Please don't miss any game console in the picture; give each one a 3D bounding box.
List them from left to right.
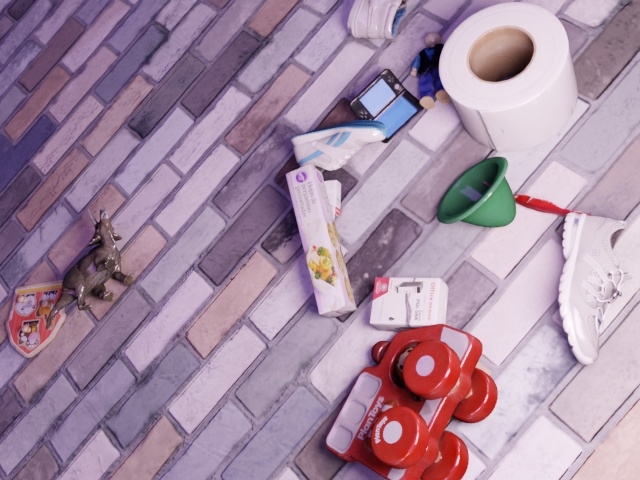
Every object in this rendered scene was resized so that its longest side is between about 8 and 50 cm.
[{"bbox_3d":[0.145,-0.296,1.630,0.122,0.107,0.071,-43,29,3],"label":"game console"}]

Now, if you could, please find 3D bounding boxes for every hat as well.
[{"bbox_3d":[0.359,-0.045,1.446,0.173,0.183,0.208,-52,15,-10],"label":"hat"}]

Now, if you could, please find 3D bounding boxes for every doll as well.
[{"bbox_3d":[0.254,-0.381,1.625,0.129,0.046,0.189,-17,56,29],"label":"doll"}]

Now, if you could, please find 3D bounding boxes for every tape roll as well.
[{"bbox_3d":[0.375,-0.322,1.470,0.246,0.169,0.246,-10,64,21],"label":"tape roll"}]

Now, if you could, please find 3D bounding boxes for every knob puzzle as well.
[{"bbox_3d":[-0.722,0.198,1.862,0.213,0.030,0.213,-10,65,22],"label":"knob puzzle"}]

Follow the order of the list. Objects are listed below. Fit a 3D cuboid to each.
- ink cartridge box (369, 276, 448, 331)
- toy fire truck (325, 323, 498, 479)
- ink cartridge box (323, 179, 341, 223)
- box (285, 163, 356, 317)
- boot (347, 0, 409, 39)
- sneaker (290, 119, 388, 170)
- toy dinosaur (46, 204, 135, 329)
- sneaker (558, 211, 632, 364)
[{"bbox_3d":[0.173,0.125,1.443,0.135,0.056,0.099,-2,68,26],"label":"ink cartridge box"},{"bbox_3d":[0.153,0.284,1.338,0.254,0.169,0.302,16,75,49],"label":"toy fire truck"},{"bbox_3d":[0.010,-0.072,1.621,0.063,0.029,0.115,-5,74,24],"label":"ink cartridge box"},{"bbox_3d":[0.000,0.000,1.552,0.063,0.067,0.324,-20,69,18],"label":"box"},{"bbox_3d":[0.161,-0.589,1.743,0.123,0.095,0.258,15,85,24],"label":"boot"},{"bbox_3d":[0.047,-0.207,1.625,0.229,0.087,0.092,-7,104,32],"label":"sneaker"},{"bbox_3d":[-0.554,0.085,1.798,0.160,0.121,0.313,31,89,44],"label":"toy dinosaur"},{"bbox_3d":[0.479,0.076,1.287,0.115,0.105,0.281,-1,68,26],"label":"sneaker"}]
